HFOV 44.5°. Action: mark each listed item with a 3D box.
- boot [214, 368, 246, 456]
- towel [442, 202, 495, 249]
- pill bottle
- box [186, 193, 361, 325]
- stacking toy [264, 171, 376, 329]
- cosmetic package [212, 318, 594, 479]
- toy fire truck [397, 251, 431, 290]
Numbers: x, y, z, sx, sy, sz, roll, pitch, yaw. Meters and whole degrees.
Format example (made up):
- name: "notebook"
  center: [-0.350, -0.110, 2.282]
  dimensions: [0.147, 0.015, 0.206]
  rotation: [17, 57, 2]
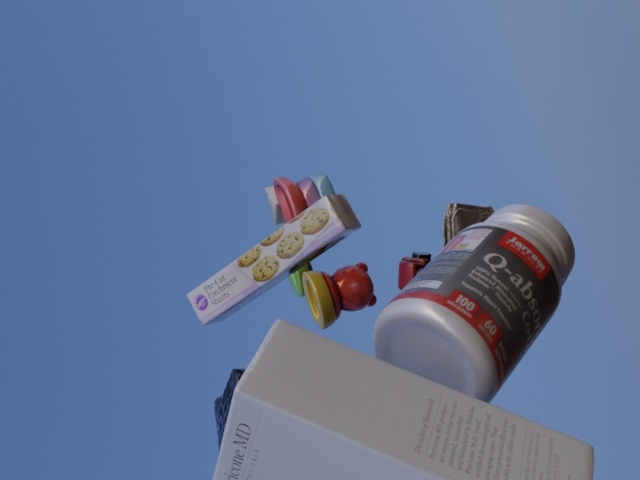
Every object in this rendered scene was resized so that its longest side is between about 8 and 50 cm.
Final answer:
- name: "boot"
  center: [-0.043, 0.319, 1.358]
  dimensions: [0.260, 0.348, 0.131]
  rotation: [2, -118, -16]
- name: "towel"
  center: [0.382, 0.048, 1.979]
  dimensions: [0.187, 0.049, 0.282]
  rotation: [2, -92, -42]
- name: "pill bottle"
  center: [0.262, 0.097, 1.268]
  dimensions: [0.363, 0.210, 0.210]
  rotation: [-40, -66, -40]
- name: "box"
  center: [-0.080, 0.035, 1.271]
  dimensions: [0.067, 0.324, 0.063]
  rotation: [62, -153, 10]
- name: "stacking toy"
  center: [0.000, 0.000, 1.611]
  dimensions: [0.279, 0.130, 0.309]
  rotation: [-147, 41, -72]
- name: "cosmetic package"
  center: [0.100, 0.310, 1.043]
  dimensions: [0.161, 0.453, 0.230]
  rotation: [-58, -14, -55]
- name: "toy fire truck"
  center: [0.299, 0.127, 2.142]
  dimensions: [0.246, 0.217, 0.158]
  rotation: [-7, -78, -59]
